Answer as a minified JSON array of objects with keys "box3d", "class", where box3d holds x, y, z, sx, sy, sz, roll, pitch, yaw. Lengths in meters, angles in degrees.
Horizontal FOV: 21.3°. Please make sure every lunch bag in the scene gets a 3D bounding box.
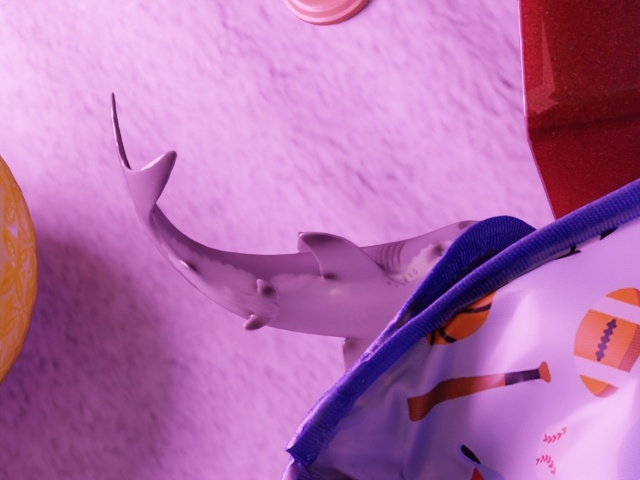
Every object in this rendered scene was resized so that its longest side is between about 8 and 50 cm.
[{"box3d":[0.210,0.120,0.883,0.385,0.328,0.239,-27,50,19],"class":"lunch bag"}]

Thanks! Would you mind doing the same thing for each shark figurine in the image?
[{"box3d":[-0.028,0.008,1.160,0.116,0.278,0.166,-95,24,-58],"class":"shark figurine"}]

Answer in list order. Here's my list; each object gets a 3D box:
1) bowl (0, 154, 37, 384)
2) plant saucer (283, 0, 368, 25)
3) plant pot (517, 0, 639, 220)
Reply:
[{"box3d":[-0.314,0.039,1.278,0.289,0.156,0.289,-7,73,25],"class":"bowl"},{"box3d":[0.006,-0.201,1.262,0.083,0.013,0.083,-7,74,24],"class":"plant saucer"},{"box3d":[0.244,-0.157,1.006,0.235,0.267,0.267,-4,75,12],"class":"plant pot"}]
